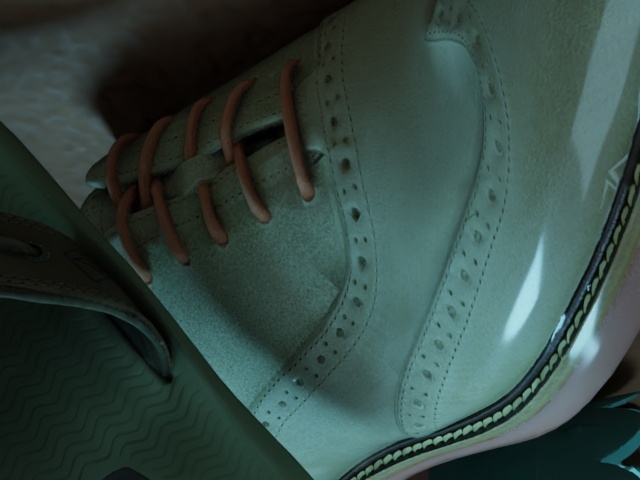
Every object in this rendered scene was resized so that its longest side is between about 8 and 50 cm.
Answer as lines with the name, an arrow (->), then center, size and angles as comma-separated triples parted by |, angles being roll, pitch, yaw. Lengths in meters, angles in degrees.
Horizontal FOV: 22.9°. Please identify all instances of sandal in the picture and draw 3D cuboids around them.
sandal -> -0.101, 0.035, 0.454 | 0.120, 0.303, 0.086 | -51, 174, -5

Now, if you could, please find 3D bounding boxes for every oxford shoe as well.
oxford shoe -> 0.000, 0.000, 0.507 | 0.147, 0.140, 0.397 | 12, 141, -15

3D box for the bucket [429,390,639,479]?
bucket -> 0.076, 0.212, 0.734 | 0.183, 0.281, 0.281 | -7, 148, 14
